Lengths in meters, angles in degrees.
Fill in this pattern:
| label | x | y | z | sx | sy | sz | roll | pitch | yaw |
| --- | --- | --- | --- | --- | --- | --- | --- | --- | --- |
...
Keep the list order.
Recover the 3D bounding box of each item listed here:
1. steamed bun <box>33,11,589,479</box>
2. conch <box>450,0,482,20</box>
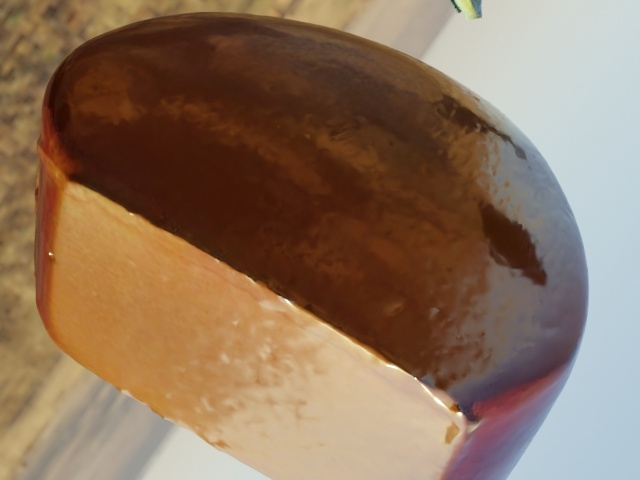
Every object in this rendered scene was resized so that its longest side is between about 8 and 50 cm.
| label | x | y | z | sx | sy | sz | roll | pitch | yaw |
| --- | --- | --- | --- | --- | --- | --- | --- | --- | --- |
| steamed bun | 0.000 | 0.000 | 1.221 | 0.248 | 0.379 | 0.235 | -52 | 166 | -38 |
| conch | 0.169 | -0.352 | 2.126 | 0.095 | 0.079 | 0.201 | -19 | 113 | -55 |
